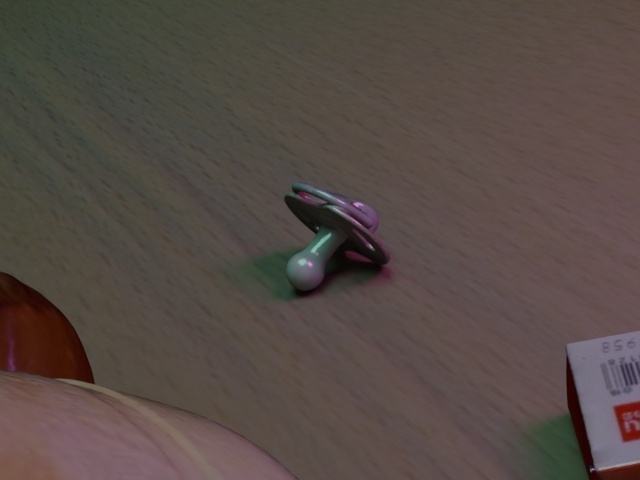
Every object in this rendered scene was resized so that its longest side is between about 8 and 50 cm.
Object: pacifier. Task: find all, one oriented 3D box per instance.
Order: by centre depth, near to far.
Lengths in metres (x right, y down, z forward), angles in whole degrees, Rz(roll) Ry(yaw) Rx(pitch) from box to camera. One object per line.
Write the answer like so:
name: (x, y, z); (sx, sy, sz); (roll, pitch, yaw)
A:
pacifier: (0.000, 0.000, 1.061); (0.099, 0.081, 0.078); (22, 72, 50)

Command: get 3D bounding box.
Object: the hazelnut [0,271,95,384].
hazelnut: (-0.236, 0.104, 0.852); (0.210, 0.186, 0.210); (0, 14, 0)

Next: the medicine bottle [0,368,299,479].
medicine bottle: (-0.113, 0.167, 0.534); (0.236, 0.235, 0.406); (3, -11, 32)

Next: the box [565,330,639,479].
box: (0.252, 0.085, 0.782); (0.229, 0.050, 0.123); (-11, 29, 6)
